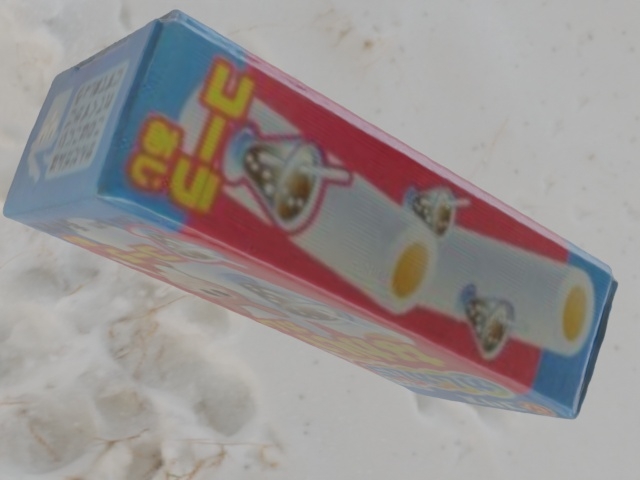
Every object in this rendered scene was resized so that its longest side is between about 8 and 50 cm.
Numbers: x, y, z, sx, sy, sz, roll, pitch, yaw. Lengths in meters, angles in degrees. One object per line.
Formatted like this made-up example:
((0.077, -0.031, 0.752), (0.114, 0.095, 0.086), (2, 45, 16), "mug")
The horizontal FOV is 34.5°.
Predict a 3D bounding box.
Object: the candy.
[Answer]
((0.000, 0.001, 0.569), (0.306, 0.157, 0.100), (26, 74, -29), "candy")
